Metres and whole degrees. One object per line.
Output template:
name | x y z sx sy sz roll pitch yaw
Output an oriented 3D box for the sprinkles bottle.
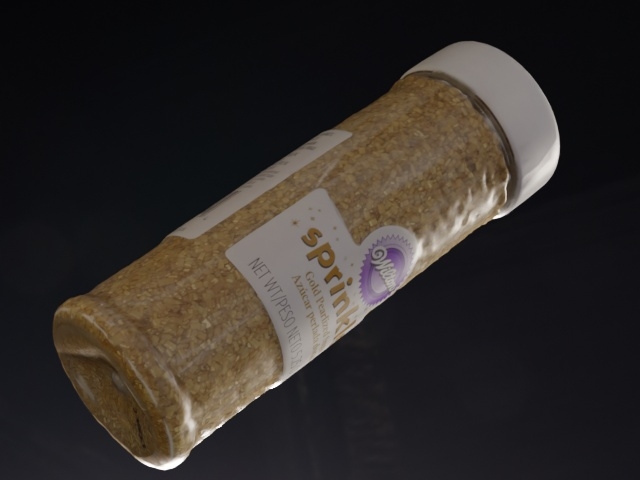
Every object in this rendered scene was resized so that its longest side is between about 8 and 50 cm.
sprinkles bottle | 0.000 0.000 0.916 0.355 0.121 0.121 -36 -65 -28
